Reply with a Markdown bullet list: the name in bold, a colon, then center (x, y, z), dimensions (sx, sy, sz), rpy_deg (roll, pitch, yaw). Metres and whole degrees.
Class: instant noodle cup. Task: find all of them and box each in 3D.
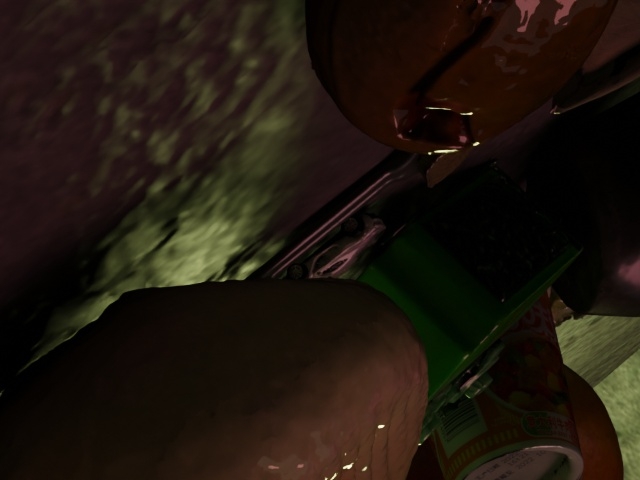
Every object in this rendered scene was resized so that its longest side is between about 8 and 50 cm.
- **instant noodle cup**: center (0.148, 0.131, 1.587), dimensions (0.168, 0.185, 0.168), rpy_deg (-10, 144, -7)

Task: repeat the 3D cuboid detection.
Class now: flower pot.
- **flower pot**: center (0.263, -0.025, 1.523), dimensions (0.148, 0.235, 0.235), rpy_deg (-13, 158, -16)

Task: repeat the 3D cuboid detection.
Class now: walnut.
- **walnut**: center (0.069, -0.123, 0.853), dimensions (0.137, 0.137, 0.245), rpy_deg (-28, 166, -37)

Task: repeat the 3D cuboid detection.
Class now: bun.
- **bun**: center (-0.092, 0.152, 1.118), dimensions (0.361, 0.213, 0.361), rpy_deg (-49, 161, -23)

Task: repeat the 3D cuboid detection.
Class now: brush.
- **brush**: center (0.000, 0.000, 1.246), dimensions (0.266, 0.027, 0.062), rpy_deg (-38, 164, -5)

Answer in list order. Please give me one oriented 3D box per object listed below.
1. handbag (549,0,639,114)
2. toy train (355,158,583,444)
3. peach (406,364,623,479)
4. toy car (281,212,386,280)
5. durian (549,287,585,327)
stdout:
- **handbag**: center (0.243, -0.185, 1.108), dimensions (0.270, 0.117, 0.182), rpy_deg (-34, 152, -19)
- **toy train**: center (0.087, 0.055, 1.415), dimensions (0.188, 0.132, 0.243), rpy_deg (-52, 170, 33)
- **peach**: center (0.154, 0.238, 1.879), dimensions (0.308, 0.308, 0.332), rpy_deg (-41, 150, 9)
- **toy car**: center (0.007, 0.014, 1.313), dimensions (0.093, 0.025, 0.041), rpy_deg (-41, 165, 8)
- **durian**: center (0.190, 0.033, 1.705), dimensions (0.221, 0.095, 0.137), rpy_deg (-38, 129, 19)
